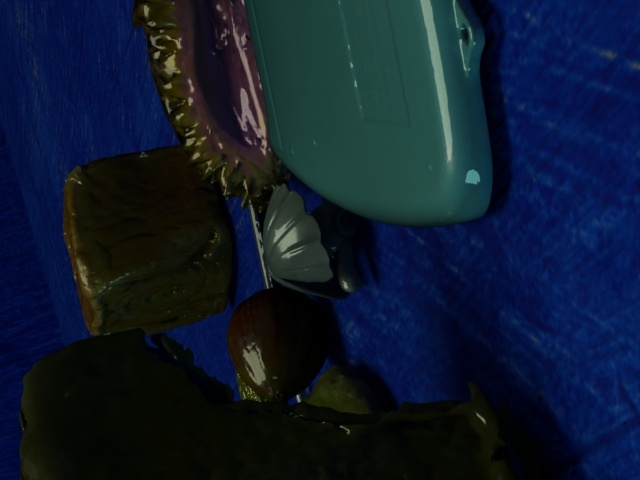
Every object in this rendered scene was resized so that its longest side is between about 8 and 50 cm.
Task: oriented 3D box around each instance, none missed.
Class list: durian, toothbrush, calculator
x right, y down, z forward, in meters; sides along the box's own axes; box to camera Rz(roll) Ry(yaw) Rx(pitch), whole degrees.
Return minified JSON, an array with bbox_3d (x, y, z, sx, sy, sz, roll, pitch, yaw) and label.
[{"bbox_3d":[-0.106,-0.184,1.436,0.191,0.112,0.341,-144,39,-65],"label":"durian"},{"bbox_3d":[-0.039,0.055,1.589,0.024,0.026,0.288,-30,-68,-61],"label":"toothbrush"},{"bbox_3d":[0.020,-0.133,1.136,0.386,0.054,0.256,-161,58,-69],"label":"calculator"}]

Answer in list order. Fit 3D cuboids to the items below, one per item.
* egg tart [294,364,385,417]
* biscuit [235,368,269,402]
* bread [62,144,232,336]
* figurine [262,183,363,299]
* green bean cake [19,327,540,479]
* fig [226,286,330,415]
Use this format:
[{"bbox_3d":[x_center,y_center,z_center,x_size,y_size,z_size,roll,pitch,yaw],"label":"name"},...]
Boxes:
[{"bbox_3d":[0.018,0.190,1.404,0.197,0.078,0.197,168,90,-76],"label":"egg tart"},{"bbox_3d":[-0.064,0.146,1.778,0.084,0.023,0.084,165,90,-77],"label":"biscuit"},{"bbox_3d":[-0.174,0.003,1.799,0.149,0.158,0.143,96,154,-65],"label":"bread"},{"bbox_3d":[0.000,0.000,1.320,0.094,0.082,0.086,58,142,24],"label":"figurine"},{"bbox_3d":[-0.015,0.183,1.087,0.202,0.310,0.285,84,176,-50],"label":"green bean cake"},{"bbox_3d":[-0.034,0.101,1.459,0.089,0.089,0.125,92,180,-49],"label":"fig"}]
